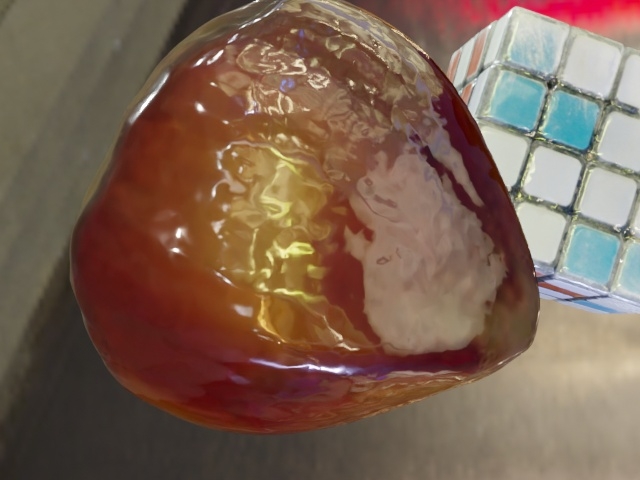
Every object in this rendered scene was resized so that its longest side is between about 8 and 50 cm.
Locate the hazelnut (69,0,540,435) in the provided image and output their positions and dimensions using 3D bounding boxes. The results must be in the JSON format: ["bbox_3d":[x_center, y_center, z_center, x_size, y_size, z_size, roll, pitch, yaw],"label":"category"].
[{"bbox_3d":[0.000,0.000,0.775,0.208,0.208,0.208,-4,90,-75],"label":"hazelnut"}]

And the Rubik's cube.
[{"bbox_3d":[0.252,-0.073,1.856,0.253,0.256,0.259,162,-55,-82],"label":"Rubik's cube"}]
